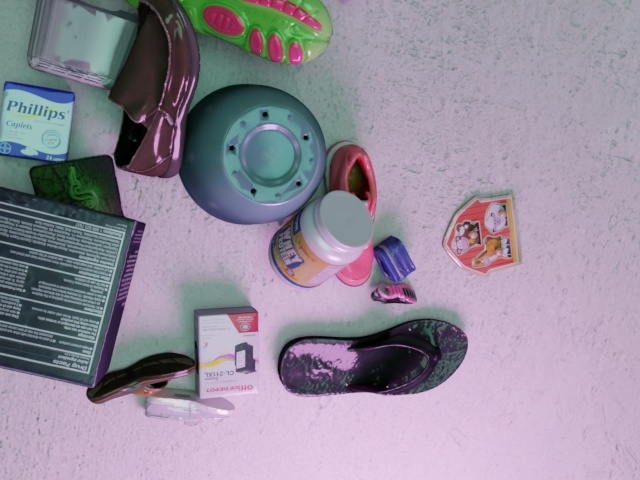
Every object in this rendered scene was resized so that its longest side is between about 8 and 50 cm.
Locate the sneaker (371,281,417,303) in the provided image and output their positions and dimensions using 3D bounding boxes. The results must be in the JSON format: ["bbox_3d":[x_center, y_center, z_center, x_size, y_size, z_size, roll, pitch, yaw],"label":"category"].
[{"bbox_3d":[0.162,0.124,1.648,0.119,0.057,0.047,14,51,-34],"label":"sneaker"}]

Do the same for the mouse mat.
[{"bbox_3d":[-0.460,-0.069,1.417,0.152,0.007,0.190,-12,123,-15],"label":"mouse mat"}]

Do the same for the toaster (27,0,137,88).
[{"bbox_3d":[-0.445,-0.368,1.362,0.226,0.129,0.147,14,94,-19],"label":"toaster"}]

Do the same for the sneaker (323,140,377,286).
[{"bbox_3d":[0.063,-0.051,1.546,0.115,0.136,0.314,-6,98,-15],"label":"sneaker"}]

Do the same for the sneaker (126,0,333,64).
[{"bbox_3d":[-0.201,-0.478,1.411,0.482,0.202,0.185,29,112,-2],"label":"sneaker"}]

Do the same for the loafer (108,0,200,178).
[{"bbox_3d":[-0.309,-0.265,1.333,0.130,0.134,0.366,-17,131,-37],"label":"loafer"}]

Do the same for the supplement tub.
[{"bbox_3d":[0.000,0.000,1.463,0.144,0.199,0.144,16,57,-27],"label":"supplement tub"}]

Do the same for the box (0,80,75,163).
[{"bbox_3d":[-0.531,-0.219,1.381,0.126,0.072,0.137,7,94,-18],"label":"box"}]

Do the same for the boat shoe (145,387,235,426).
[{"bbox_3d":[-0.273,0.353,1.531,0.184,0.066,0.063,10,104,-18],"label":"boat shoe"}]

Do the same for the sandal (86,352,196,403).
[{"bbox_3d":[-0.357,0.287,1.488,0.219,0.090,0.060,-21,118,-15],"label":"sandal"}]

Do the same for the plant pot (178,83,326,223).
[{"bbox_3d":[-0.119,-0.166,1.427,0.292,0.235,0.293,-2,96,-17],"label":"plant pot"}]

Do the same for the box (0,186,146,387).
[{"bbox_3d":[-0.494,0.072,1.300,0.296,0.183,0.294,15,87,-8],"label":"box"}]

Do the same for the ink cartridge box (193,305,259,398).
[{"bbox_3d":[-0.194,0.232,1.534,0.127,0.072,0.175,-2,96,-17],"label":"ink cartridge box"}]

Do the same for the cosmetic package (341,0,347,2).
[{"bbox_3d":[0.095,-0.644,1.486,0.224,0.138,0.224,-35,105,-9],"label":"cosmetic package"}]

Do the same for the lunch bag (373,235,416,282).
[{"bbox_3d":[0.158,0.047,1.622,0.065,0.067,0.098,-33,106,-10],"label":"lunch bag"}]

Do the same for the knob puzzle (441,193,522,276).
[{"bbox_3d":[0.373,-0.007,1.700,0.213,0.030,0.213,-2,97,-16],"label":"knob puzzle"}]

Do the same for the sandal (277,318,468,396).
[{"bbox_3d":[0.132,0.277,1.619,0.445,0.107,0.168,-6,98,-16],"label":"sandal"}]
